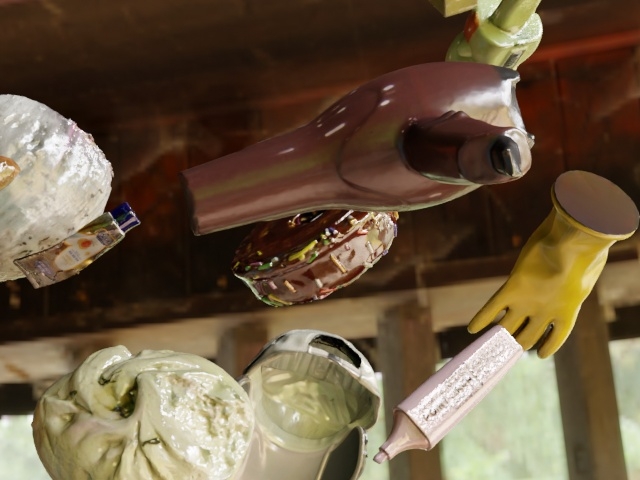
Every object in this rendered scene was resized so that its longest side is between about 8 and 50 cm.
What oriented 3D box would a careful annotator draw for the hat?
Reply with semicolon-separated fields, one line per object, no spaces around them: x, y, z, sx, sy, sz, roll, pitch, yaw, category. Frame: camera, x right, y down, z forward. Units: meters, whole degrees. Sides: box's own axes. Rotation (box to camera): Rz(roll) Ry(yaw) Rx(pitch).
-0.033;0.263;2.009;0.232;0.275;0.161;23;-5;5;hat

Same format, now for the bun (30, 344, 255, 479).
-0.185;0.195;1.466;0.237;0.210;0.116;-10;-39;-12;bun

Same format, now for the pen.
0.121;0.155;1.352;0.197;0.053;0.032;-40;-6;-25;pen

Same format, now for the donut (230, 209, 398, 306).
0.000;0.000;1.748;0.235;0.235;0.089;-19;-69;33;donut

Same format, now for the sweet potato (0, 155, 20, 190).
-0.440;-0.035;1.572;0.214;0.050;0.050;-35;-18;-13;sweet potato

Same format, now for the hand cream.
-0.305;0.007;1.747;0.163;0.039;0.062;-31;-41;0;hand cream

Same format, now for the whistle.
0.268;-0.312;2.105;0.131;0.106;0.288;-16;-22;-23;whistle

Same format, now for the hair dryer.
0.055;-0.061;1.097;0.313;0.123;0.340;-17;10;-9;hair dryer

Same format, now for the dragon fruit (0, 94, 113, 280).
-0.466;-0.068;2.125;0.204;0.221;0.283;-13;-54;35;dragon fruit

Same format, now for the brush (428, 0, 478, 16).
0.100;-0.352;1.555;0.047;0.233;0.103;-22;-46;-13;brush

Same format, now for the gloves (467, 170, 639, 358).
0.295;0.054;1.814;0.133;0.116;0.294;19;-50;-7;gloves
